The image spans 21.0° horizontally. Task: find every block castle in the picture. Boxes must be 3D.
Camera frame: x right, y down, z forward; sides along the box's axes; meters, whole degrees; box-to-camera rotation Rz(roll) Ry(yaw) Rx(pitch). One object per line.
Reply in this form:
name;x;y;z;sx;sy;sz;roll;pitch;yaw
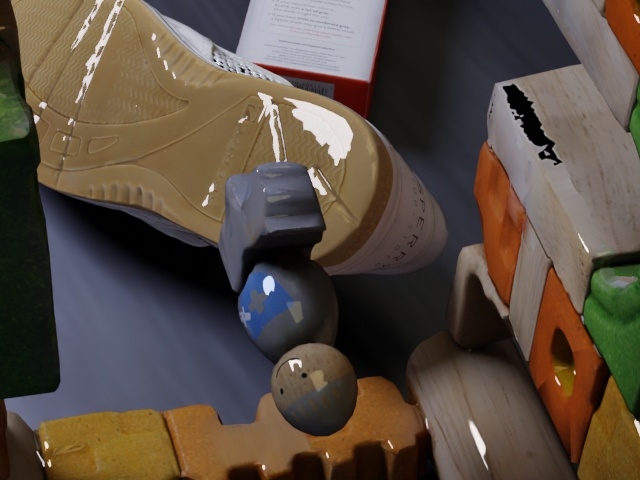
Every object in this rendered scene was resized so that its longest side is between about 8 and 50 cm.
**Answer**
block castle;0.000;0.000;0.537;0.303;0.453;0.213;-8;42;-13

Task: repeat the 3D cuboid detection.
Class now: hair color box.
hair color box;0.000;-0.122;0.911;0.072;0.043;0.141;10;49;3

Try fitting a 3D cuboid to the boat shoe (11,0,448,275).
boat shoe;-0.057;-0.043;0.809;0.277;0.096;0.098;30;91;39
